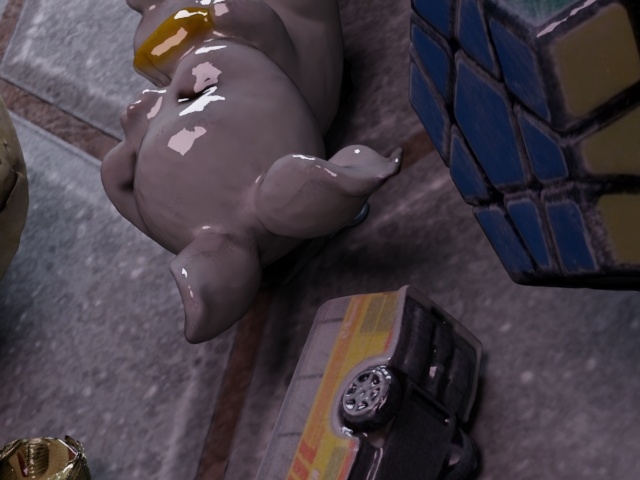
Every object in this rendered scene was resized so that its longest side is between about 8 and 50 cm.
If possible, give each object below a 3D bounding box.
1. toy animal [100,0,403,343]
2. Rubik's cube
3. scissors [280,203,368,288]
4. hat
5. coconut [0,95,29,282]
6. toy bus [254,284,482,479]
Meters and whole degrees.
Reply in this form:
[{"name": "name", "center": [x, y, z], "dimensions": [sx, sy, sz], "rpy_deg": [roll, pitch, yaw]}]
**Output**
[{"name": "toy animal", "center": [-0.050, -0.074, 1.117], "dimensions": [0.208, 0.154, 0.325], "rpy_deg": [-41, 40, 9]}, {"name": "Rubik's cube", "center": [0.197, -0.106, 0.857], "dimensions": [0.264, 0.319, 0.319], "rpy_deg": [-24, 39, -15]}, {"name": "scissors", "center": [0.000, 0.000, 1.129], "dimensions": [0.083, 0.006, 0.036], "rpy_deg": [-52, 42, -3]}, {"name": "hat", "center": [-0.186, 0.171, 1.108], "dimensions": [0.077, 0.059, 0.076], "rpy_deg": [-4, 39, 30]}, {"name": "coconut", "center": [-0.395, -0.038, 1.268], "dimensions": [0.352, 0.352, 0.353], "rpy_deg": [-22, 47, 25]}, {"name": "toy bus", "center": [0.009, 0.157, 0.940], "dimensions": [0.106, 0.092, 0.268], "rpy_deg": [-7, 54, 46]}]
